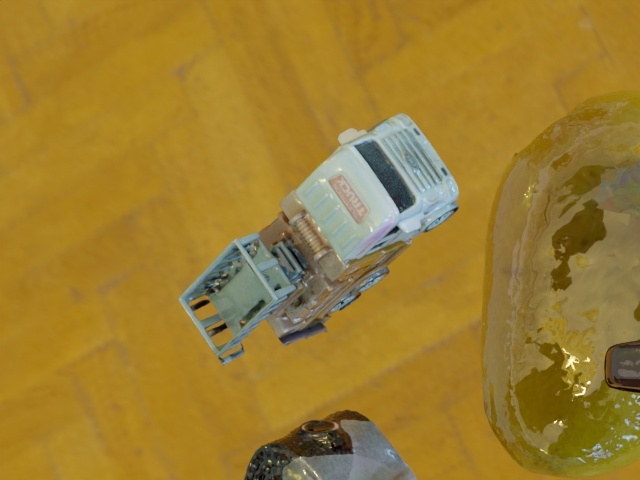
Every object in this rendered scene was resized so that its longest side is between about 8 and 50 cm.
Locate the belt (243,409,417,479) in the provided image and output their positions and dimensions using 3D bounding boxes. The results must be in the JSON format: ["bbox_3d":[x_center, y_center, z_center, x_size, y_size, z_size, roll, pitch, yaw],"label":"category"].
[{"bbox_3d":[0.006,0.326,2.014,0.184,0.164,0.289,9,111,38],"label":"belt"}]

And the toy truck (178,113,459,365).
[{"bbox_3d":[-0.001,-0.001,1.293,0.080,0.115,0.178,56,134,11],"label":"toy truck"}]

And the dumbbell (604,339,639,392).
[{"bbox_3d":[0.273,0.184,1.447,0.140,0.124,0.225,-3,81,47],"label":"dumbbell"}]

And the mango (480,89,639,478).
[{"bbox_3d":[0.262,0.042,1.798,0.253,0.182,0.364,20,85,10],"label":"mango"}]
